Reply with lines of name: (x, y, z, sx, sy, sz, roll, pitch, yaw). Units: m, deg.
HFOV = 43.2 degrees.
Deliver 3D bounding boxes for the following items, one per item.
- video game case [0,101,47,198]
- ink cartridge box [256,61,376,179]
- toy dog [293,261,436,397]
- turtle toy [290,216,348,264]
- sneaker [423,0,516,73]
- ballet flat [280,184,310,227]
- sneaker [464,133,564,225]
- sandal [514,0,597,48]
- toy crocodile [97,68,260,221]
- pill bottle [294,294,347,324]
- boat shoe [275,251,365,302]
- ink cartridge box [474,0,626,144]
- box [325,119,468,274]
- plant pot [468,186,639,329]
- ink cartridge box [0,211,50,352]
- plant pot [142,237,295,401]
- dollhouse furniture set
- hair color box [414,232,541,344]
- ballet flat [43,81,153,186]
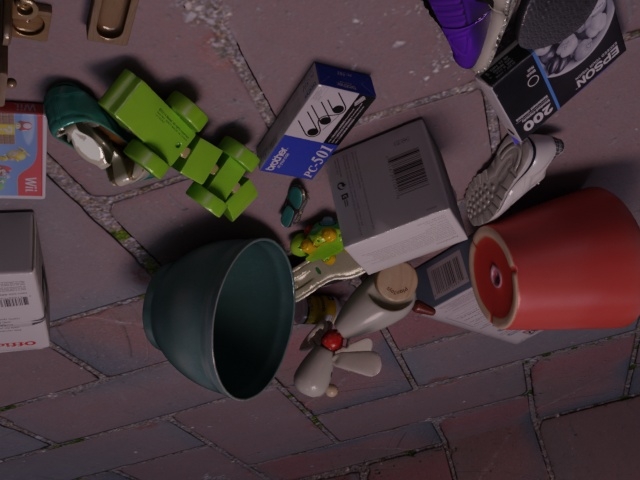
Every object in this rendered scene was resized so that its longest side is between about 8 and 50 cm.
video game case: (-0.537, -0.127, 1.142, 0.285, 0.025, 0.204, 0, 148, -20)
ink cartridge box: (-0.011, -0.174, 1.225, 0.097, 0.046, 0.207, 7, 145, -28)
toy dog: (0.103, 0.184, 1.615, 0.161, 0.220, 0.334, 37, 108, -6)
turtle toy: (0.000, 0.000, 1.503, 0.130, 0.066, 0.095, -26, 147, 25)
sneaker: (0.173, -0.315, 1.011, 0.146, 0.102, 0.293, 24, 171, 8)
ballet flat: (-0.040, -0.066, 1.415, 0.041, 0.041, 0.114, 0, 148, -19)
sneaker: (0.340, -0.101, 1.441, 0.094, 0.090, 0.235, -8, 154, -28)
sandal: (0.314, -0.357, 1.006, 0.097, 0.054, 0.255, 3, 130, -18)
toy crocodile: (-0.197, -0.131, 1.189, 0.115, 0.105, 0.340, -56, 141, -4)
pill bottle: (0.002, 0.151, 1.762, 0.116, 0.065, 0.065, 5, 146, -27)
boat shoe: (0.021, 0.045, 1.601, 0.233, 0.084, 0.079, -25, -174, 9)
ink cartridge box: (0.345, -0.243, 1.175, 0.206, 0.045, 0.208, -41, 144, 7)
box: (0.121, -0.068, 1.315, 0.181, 0.181, 0.119, -21, 148, 16)
plant pot: (0.428, 0.050, 1.510, 0.243, 0.275, 0.275, -9, 150, -15)
ink cartridge box: (-0.581, 0.081, 1.380, 0.211, 0.122, 0.289, -3, 149, -15)
plant pot: (-0.199, 0.132, 1.485, 0.196, 0.293, 0.293, 6, 157, 25)
dollhouse furniture set: (-0.290, -0.240, 0.937, 0.151, 0.123, 0.144, 3, 147, -24)
hair color box: (0.393, 0.117, 1.795, 0.374, 0.114, 0.185, 20, 138, -42)
ballet flat: (-0.304, -0.127, 1.161, 0.083, 0.087, 0.247, -20, 149, 18)
